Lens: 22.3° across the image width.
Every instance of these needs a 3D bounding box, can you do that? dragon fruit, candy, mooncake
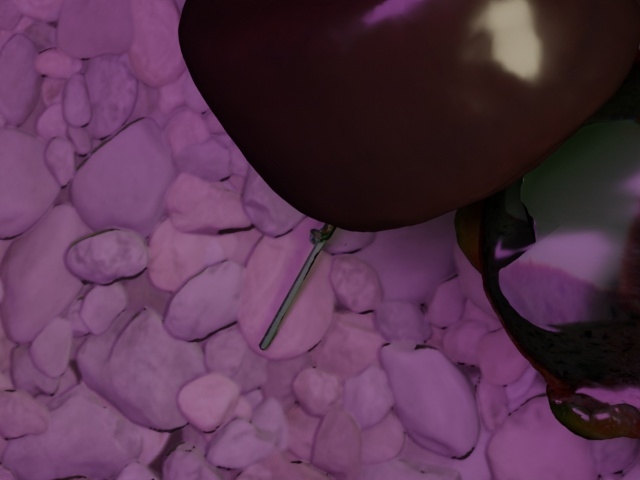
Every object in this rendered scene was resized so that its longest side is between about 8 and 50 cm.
[{"bbox_3d":[0.217,-0.004,1.049,0.295,0.130,0.268,-1,81,23],"label":"dragon fruit"},{"bbox_3d":[0.000,0.000,1.193,0.184,0.049,0.055,-60,33,6],"label":"candy"},{"bbox_3d":[0.065,-0.150,1.068,0.326,0.174,0.334,-14,30,43],"label":"mooncake"}]

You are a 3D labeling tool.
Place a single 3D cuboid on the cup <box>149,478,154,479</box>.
[{"bbox_3d":[0.015,0.280,1.005,0.274,0.253,0.253,0,76,17],"label":"cup"}]
